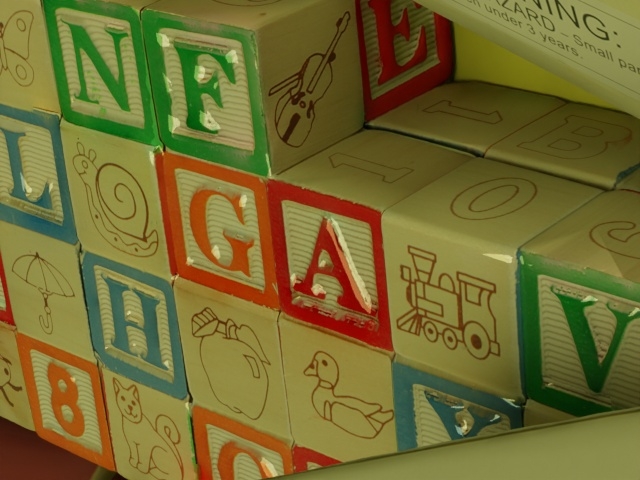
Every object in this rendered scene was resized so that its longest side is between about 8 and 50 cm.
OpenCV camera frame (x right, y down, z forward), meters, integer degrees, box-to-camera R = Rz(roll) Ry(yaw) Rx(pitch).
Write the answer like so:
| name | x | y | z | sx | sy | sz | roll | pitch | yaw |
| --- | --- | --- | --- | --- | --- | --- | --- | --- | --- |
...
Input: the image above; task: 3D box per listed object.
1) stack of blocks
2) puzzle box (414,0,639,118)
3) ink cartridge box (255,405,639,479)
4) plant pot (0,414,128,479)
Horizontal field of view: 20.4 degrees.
| name | x | y | z | sx | sy | sz | roll | pitch | yaw |
| --- | --- | --- | --- | --- | --- | --- | --- | --- | --- |
| stack of blocks | 0.000 | 0.000 | 0.537 | 0.297 | 0.087 | 0.171 | 18 | 124 | 39 |
| puzzle box | 0.015 | -0.136 | 0.362 | 0.409 | 0.052 | 0.272 | 32 | 167 | 29 |
| ink cartridge box | 0.114 | 0.136 | 0.315 | 0.289 | 0.211 | 0.121 | -13 | 135 | 25 |
| plant pot | -0.125 | 0.134 | 0.681 | 0.180 | 0.201 | 0.201 | -5 | 109 | 32 |
